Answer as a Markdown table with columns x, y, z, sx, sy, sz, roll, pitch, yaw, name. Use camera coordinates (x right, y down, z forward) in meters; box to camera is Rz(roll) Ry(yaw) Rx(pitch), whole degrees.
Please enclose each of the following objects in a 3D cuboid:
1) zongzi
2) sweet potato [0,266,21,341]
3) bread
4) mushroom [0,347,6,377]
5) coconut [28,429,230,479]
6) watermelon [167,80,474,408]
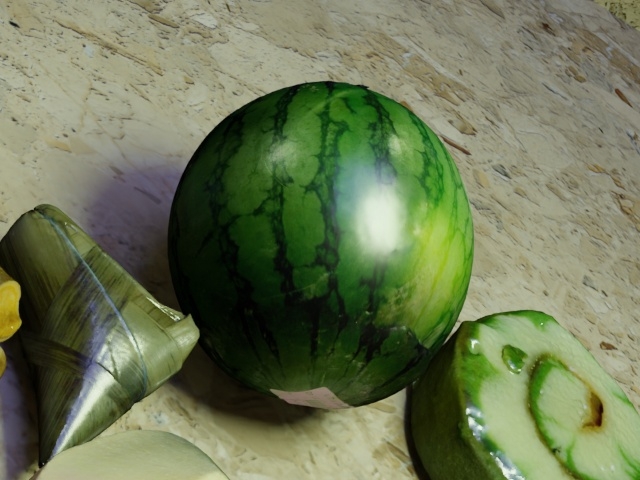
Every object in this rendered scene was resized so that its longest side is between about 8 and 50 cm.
| x | y | z | sx | sy | sz | roll | pitch | yaw | name |
| --- | --- | --- | --- | --- | --- | --- | --- | --- | --- |
| -0.264 | 0.092 | 1.351 | 0.221 | 0.112 | 0.242 | 43 | 40 | 5 | zongzi |
| -0.371 | 0.015 | 1.355 | 0.243 | 0.077 | 0.077 | 37 | 29 | 24 | sweet potato |
| 0.286 | 0.257 | 1.702 | 0.382 | 0.129 | 0.366 | 37 | 33 | -9 | bread |
| -0.380 | 0.086 | 1.269 | 0.209 | 0.071 | 0.084 | 34 | 67 | -4 | mushroom |
| -0.143 | 0.274 | 1.134 | 0.259 | 0.259 | 0.259 | 27 | 36 | -22 | coconut |
| 0.000 | 0.000 | 1.521 | 0.363 | 0.363 | 0.363 | 27 | 36 | -22 | watermelon |
